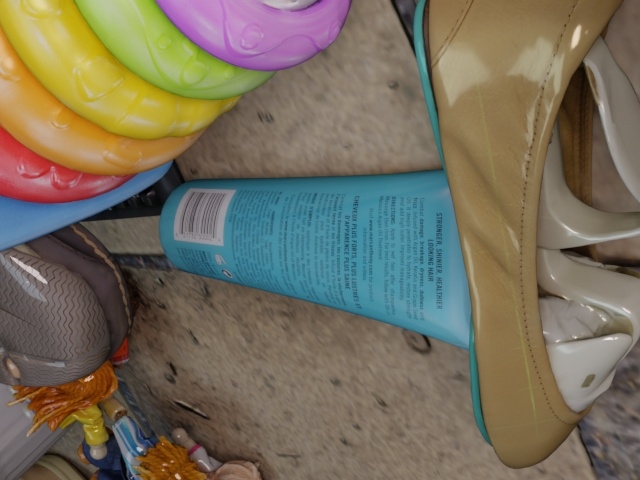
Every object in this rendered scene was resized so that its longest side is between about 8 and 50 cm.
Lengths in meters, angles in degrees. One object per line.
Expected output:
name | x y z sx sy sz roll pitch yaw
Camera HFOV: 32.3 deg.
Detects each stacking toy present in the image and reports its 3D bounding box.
stacking toy | -0.052 -0.109 0.414 0.302 0.166 0.175 -12 103 44

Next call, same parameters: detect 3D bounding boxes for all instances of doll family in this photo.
doll family | -0.149 0.141 0.812 0.263 0.118 0.163 55 149 -9

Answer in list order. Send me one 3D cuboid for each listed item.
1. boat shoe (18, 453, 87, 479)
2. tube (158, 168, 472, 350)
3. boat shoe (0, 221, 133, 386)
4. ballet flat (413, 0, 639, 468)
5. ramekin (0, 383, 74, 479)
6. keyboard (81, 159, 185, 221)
boat shoe | -0.330 0.303 1.230 0.341 0.110 0.121 12 133 46
tube | 0.000 0.000 0.536 0.207 0.052 0.080 7 107 47
boat shoe | -0.219 -0.049 0.620 0.355 0.130 0.132 31 138 29
ballet flat | 0.088 0.007 0.409 0.073 0.080 0.232 7 132 29
ramekin | -0.340 0.103 1.004 0.277 0.135 0.277 34 146 27
keyboard | -0.206 -0.147 0.645 0.201 0.033 0.317 1 123 45
